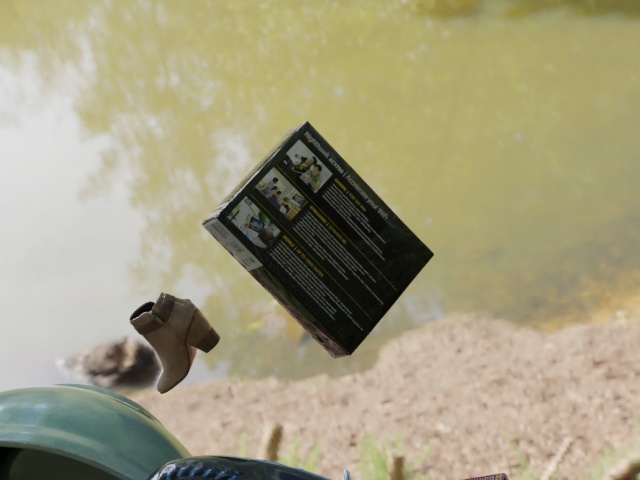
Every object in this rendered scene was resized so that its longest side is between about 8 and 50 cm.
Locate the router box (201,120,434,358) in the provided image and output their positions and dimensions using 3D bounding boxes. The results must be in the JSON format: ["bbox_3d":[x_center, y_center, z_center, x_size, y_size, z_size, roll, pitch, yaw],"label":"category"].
[{"bbox_3d":[0.000,0.000,1.205,0.133,0.179,0.046,-48,11,-22],"label":"router box"}]

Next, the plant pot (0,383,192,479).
[{"bbox_3d":[-0.194,0.222,0.942,0.293,0.293,0.196,-12,21,7],"label":"plant pot"}]

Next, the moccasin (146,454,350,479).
[{"bbox_3d":[0.042,0.223,0.730,0.342,0.138,0.117,27,2,7],"label":"moccasin"}]

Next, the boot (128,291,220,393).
[{"bbox_3d":[-0.167,0.105,1.392,0.118,0.087,0.042,-45,20,25],"label":"boot"}]

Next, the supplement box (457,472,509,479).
[{"bbox_3d":[0.122,0.234,1.104,0.083,0.043,0.055,-13,33,22],"label":"supplement box"}]
